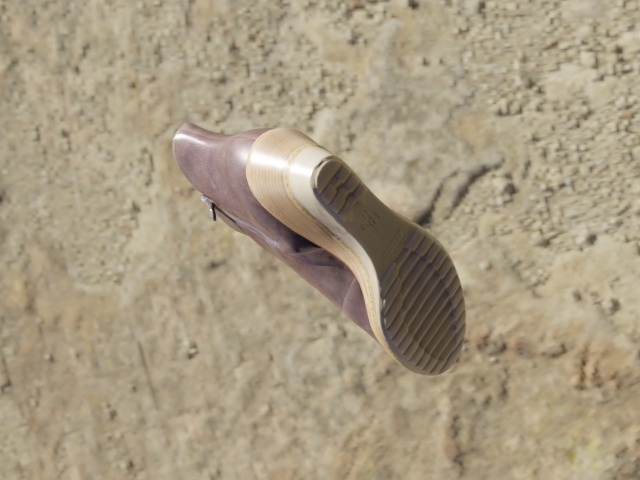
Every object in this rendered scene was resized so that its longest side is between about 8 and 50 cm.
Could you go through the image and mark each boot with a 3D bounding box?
[{"bbox_3d":[0.000,0.000,1.094,0.207,0.090,0.248,16,147,53],"label":"boot"}]
